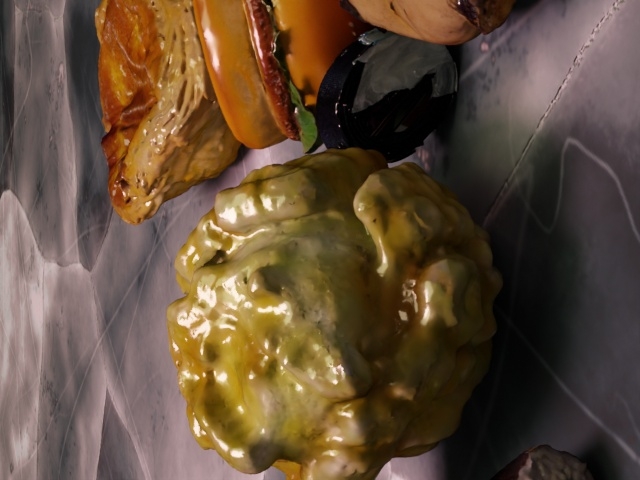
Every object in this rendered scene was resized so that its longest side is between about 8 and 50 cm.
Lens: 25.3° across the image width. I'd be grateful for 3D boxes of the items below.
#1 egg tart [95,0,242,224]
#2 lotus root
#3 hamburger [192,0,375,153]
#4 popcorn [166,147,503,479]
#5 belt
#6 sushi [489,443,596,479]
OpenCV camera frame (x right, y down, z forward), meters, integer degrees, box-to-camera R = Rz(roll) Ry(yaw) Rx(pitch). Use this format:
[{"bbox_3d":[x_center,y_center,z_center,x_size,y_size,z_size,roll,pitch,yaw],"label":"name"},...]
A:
[{"bbox_3d":[-0.187,-0.191,1.757,0.351,0.153,0.339,117,144,-46],"label":"egg tart"},{"bbox_3d":[0.081,-0.242,1.188,0.154,0.140,0.257,-57,44,16],"label":"lotus root"},{"bbox_3d":[-0.021,-0.207,1.359,0.246,0.170,0.246,-15,-90,-81],"label":"hamburger"},{"bbox_3d":[0.001,0.078,1.205,0.279,0.274,0.335,44,116,2],"label":"popcorn"},{"bbox_3d":[0.057,-0.130,1.265,0.140,0.105,0.058,-46,26,-10],"label":"belt"},{"bbox_3d":[0.173,0.232,1.064,0.078,0.090,0.150,120,140,-55],"label":"sushi"}]
